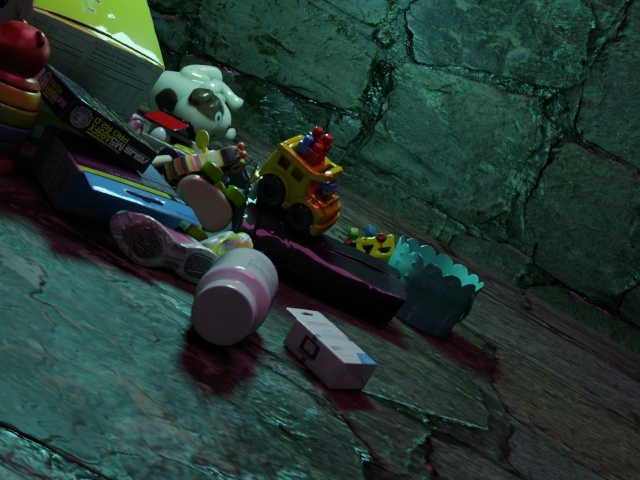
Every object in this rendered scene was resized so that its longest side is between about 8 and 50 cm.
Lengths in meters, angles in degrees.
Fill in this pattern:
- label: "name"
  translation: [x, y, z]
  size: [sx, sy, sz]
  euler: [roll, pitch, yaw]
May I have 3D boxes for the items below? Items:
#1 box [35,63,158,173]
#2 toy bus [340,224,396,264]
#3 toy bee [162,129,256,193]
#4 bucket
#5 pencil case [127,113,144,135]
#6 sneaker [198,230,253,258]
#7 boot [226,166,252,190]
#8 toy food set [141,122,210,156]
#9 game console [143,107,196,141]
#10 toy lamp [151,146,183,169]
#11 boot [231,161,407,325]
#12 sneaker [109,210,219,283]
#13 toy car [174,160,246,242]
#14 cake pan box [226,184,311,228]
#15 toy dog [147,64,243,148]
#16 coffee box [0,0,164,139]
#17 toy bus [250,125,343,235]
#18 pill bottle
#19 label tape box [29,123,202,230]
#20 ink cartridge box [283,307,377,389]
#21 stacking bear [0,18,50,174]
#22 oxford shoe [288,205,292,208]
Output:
- label: "box"
  translation: [-0.485, -0.263, 1.543]
  size: [0.216, 0.060, 0.270]
  euler: [38, 2, -44]
- label: "toy bus"
  translation: [0.137, 0.049, 2.185]
  size: [0.191, 0.202, 0.104]
  euler: [14, 60, -31]
- label: "toy bee"
  translation: [-0.283, -0.226, 2.030]
  size: [0.298, 0.162, 0.195]
  euler: [-35, 89, -38]
- label: "bucket"
  translation: [0.298, 0.132, 2.044]
  size: [0.281, 0.183, 0.281]
  euler: [28, 12, -7]
- label: "pencil case"
  translation: [-0.657, -0.376, 2.138]
  size: [0.284, 0.124, 0.124]
  euler: [31, 12, 16]
- label: "sneaker"
  translation: [-0.194, 0.051, 1.540]
  size: [0.240, 0.091, 0.126]
  euler: [4, -64, 69]
- label: "boot"
  translation: [-0.196, -0.148, 2.415]
  size: [0.280, 0.096, 0.264]
  euler: [35, 4, -37]
- label: "toy food set"
  translation: [-0.466, -0.305, 2.341]
  size: [0.220, 0.092, 0.306]
  euler: [26, 12, -10]
- label: "game console"
  translation: [-0.500, -0.376, 2.437]
  size: [0.144, 0.085, 0.124]
  euler: [29, -27, 24]
- label: "toy lamp"
  translation: [-0.459, -0.224, 2.062]
  size: [0.080, 0.080, 0.275]
  euler: [30, 13, 6]
- label: "boot"
  translation: [0.000, 0.002, 1.864]
  size: [0.445, 0.146, 0.367]
  euler: [22, 36, -13]
- label: "sneaker"
  translation: [-0.312, 0.009, 1.427]
  size: [0.232, 0.090, 0.115]
  euler: [32, 2, -27]
- label: "toy car"
  translation: [-0.291, -0.087, 1.709]
  size: [0.149, 0.155, 0.188]
  euler: [48, -16, -19]
- label: "cake pan box"
  translation: [-0.137, -0.055, 2.111]
  size: [0.267, 0.070, 0.246]
  euler: [20, 13, -34]
- label: "toy dog"
  translation: [-0.476, -0.507, 2.733]
  size: [0.395, 0.284, 0.408]
  euler: [20, 17, -36]
- label: "coffee box"
  translation: [-0.640, -0.471, 1.829]
  size: [0.338, 0.334, 0.337]
  euler: [19, 36, -39]
- label: "toy bus"
  translation: [-0.022, -0.154, 1.737]
  size: [0.220, 0.211, 0.149]
  euler: [43, 31, 8]
- label: "pill bottle"
  translation: [-0.150, 0.098, 1.271]
  size: [0.131, 0.131, 0.229]
  euler: [28, 12, -2]
- label: "label tape box"
  translation: [-0.429, -0.098, 1.508]
  size: [0.249, 0.115, 0.348]
  euler: [19, 17, -41]
- label: "ink cartridge box"
  translation: [0.007, 0.202, 1.366]
  size: [0.104, 0.060, 0.180]
  euler: [14, 19, -49]
- label: "stacking bear"
  translation: [-0.625, -0.290, 1.422]
  size: [0.164, 0.289, 0.175]
  euler: [16, 17, -47]
- label: "oxford shoe"
  translation: [-0.089, -0.153, 2.179]
  size: [0.133, 0.130, 0.364]
  euler: [38, 14, 18]
